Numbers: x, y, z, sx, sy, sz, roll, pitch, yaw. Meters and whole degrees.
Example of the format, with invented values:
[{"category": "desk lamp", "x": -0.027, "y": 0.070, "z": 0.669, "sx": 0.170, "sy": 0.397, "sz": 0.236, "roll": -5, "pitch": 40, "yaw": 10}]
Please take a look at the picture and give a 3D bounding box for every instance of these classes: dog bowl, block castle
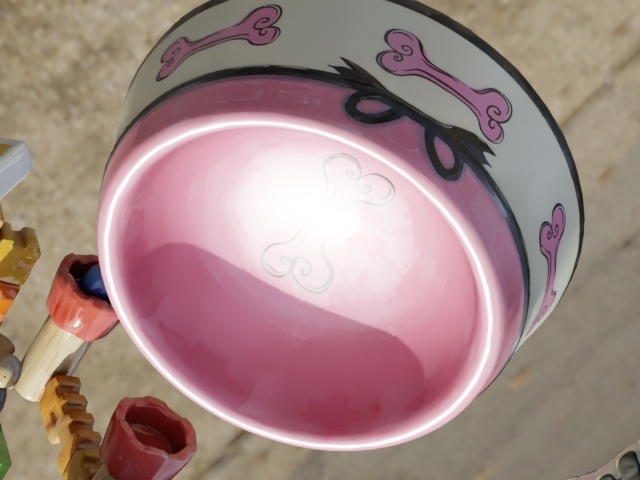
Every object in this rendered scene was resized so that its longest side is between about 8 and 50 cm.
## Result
[{"category": "dog bowl", "x": 0.000, "y": 0.000, "z": 1.558, "sx": 0.408, "sy": 0.408, "sz": 0.150, "roll": -57, "pitch": -176, "yaw": 40}, {"category": "block castle", "x": -0.357, "y": 0.101, "z": 1.757, "sx": 0.453, "sy": 0.303, "sz": 0.213, "roll": 14, "pitch": 122, "yaw": -33}]

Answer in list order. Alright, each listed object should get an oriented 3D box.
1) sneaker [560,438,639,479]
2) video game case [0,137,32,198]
[{"category": "sneaker", "x": 0.249, "y": 0.200, "z": 1.377, "sx": 0.330, "sy": 0.130, "sz": 0.147, "roll": -17, "pitch": 169, "yaw": 30}, {"category": "video game case", "x": -0.320, "y": -0.008, "z": 1.153, "sx": 0.227, "sy": 0.206, "sz": 0.026, "roll": -50, "pitch": 140, "yaw": -48}]
